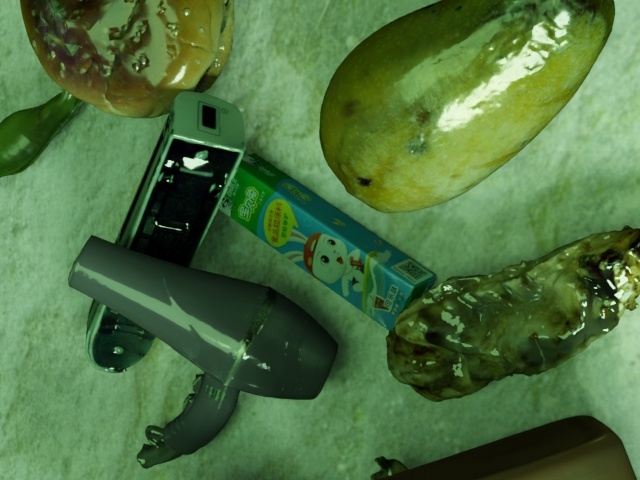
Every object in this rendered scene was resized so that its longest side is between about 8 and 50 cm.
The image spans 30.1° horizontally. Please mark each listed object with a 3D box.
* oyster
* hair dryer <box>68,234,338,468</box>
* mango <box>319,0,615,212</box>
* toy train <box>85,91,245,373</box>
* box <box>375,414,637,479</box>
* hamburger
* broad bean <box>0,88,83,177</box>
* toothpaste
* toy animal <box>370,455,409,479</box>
[{"bbox_3d":[0.200,0.070,1.153,0.345,0.078,0.129,-30,104,34],"label":"oyster"},{"bbox_3d":[-0.171,0.164,1.391,0.301,0.121,0.361,24,132,-4],"label":"hair dryer"},{"bbox_3d":[0.132,-0.150,1.104,0.329,0.176,0.175,-39,92,29],"label":"mango"},{"bbox_3d":[-0.196,0.004,1.382,0.088,0.086,0.407,-99,29,-43],"label":"toy train"},{"bbox_3d":[0.152,0.323,1.103,0.339,0.239,0.229,-20,86,4],"label":"box"},{"bbox_3d":[-0.218,-0.270,1.331,0.286,0.146,0.243,50,116,15],"label":"hamburger"},{"bbox_3d":[-0.379,-0.148,1.514,0.318,0.056,0.098,-45,69,26],"label":"broad bean"},{"bbox_3d":[0.000,0.000,1.299,0.266,0.050,0.065,35,120,23],"label":"toothpaste"},{"bbox_3d":[0.123,0.335,1.281,0.218,0.103,0.101,42,104,20],"label":"toy animal"}]
